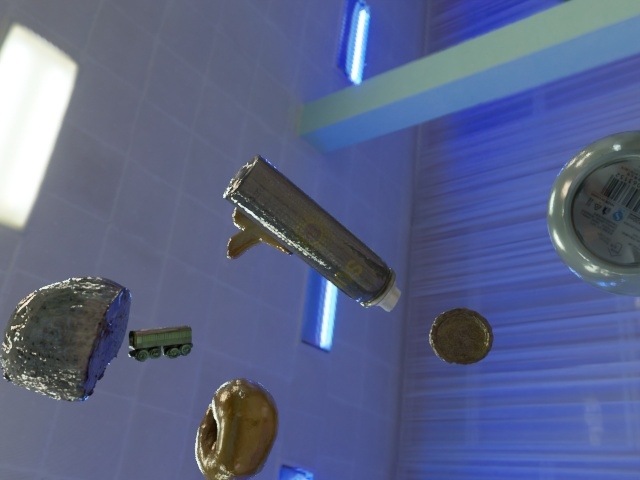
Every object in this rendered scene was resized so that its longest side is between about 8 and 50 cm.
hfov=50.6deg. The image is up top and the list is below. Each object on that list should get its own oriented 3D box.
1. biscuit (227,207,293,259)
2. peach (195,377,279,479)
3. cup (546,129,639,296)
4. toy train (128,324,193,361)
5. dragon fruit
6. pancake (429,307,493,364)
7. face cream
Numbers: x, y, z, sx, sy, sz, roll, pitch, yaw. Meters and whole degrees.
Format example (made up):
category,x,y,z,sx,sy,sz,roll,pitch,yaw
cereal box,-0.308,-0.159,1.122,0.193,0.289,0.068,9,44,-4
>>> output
category,x,y,z,sx,sy,sz,roll,pitch,yaw
biscuit,-0.156,-0.032,1.857,0.047,0.208,0.164,47,-135,-55
peach,-0.193,0.442,1.547,0.153,0.251,0.251,23,-122,-14
cup,0.415,-0.031,0.883,0.312,0.206,0.205,1,-101,-60
toy train,-0.351,0.228,1.500,0.148,0.038,0.070,-1,-94,-35
dragon fruit,-0.534,0.175,1.419,0.283,0.221,0.203,-77,-3,-72
pancake,0.421,0.291,2.029,0.021,0.199,0.199,-79,-36,-70
face cream,0.000,0.000,0.905,0.283,0.073,0.073,39,-131,-19
